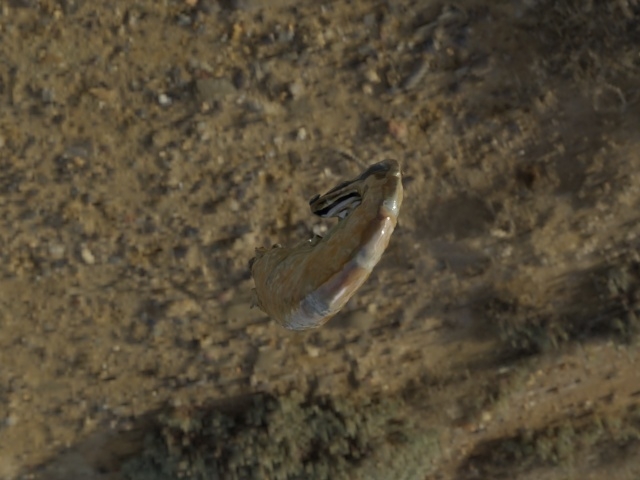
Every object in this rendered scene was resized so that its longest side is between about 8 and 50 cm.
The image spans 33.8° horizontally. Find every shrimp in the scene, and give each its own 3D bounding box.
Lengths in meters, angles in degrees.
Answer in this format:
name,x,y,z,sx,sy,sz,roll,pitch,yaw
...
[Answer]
name,x,y,z,sx,sy,sz,roll,pitch,yaw
shrimp,0.000,0.000,0.694,0.047,0.223,0.126,36,82,-14
